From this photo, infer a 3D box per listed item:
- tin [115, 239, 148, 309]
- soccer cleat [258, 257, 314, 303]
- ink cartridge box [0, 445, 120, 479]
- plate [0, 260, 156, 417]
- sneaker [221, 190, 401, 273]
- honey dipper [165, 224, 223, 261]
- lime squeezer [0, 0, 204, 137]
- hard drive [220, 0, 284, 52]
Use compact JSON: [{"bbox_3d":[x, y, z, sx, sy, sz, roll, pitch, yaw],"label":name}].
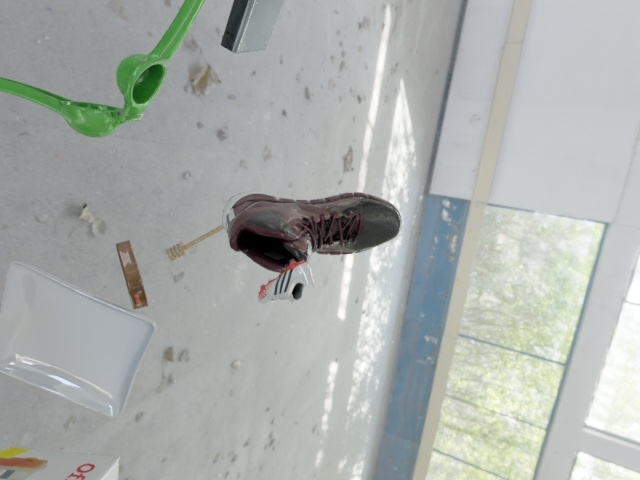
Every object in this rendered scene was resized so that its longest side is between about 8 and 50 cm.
[{"bbox_3d":[-0.439,0.077,0.968,0.040,0.190,0.106,-12,133,-28],"label":"tin"},{"bbox_3d":[-0.036,0.050,0.426,0.029,0.036,0.083,-2,149,-48],"label":"soccer cleat"},{"bbox_3d":[-0.499,0.395,0.516,0.279,0.384,0.161,-101,-163,-88],"label":"ink cartridge box"},{"bbox_3d":[-0.476,0.196,0.811,0.278,0.277,0.045,-61,-172,23],"label":"plate"},{"bbox_3d":[0.000,0.000,0.600,0.162,0.281,0.107,-113,-156,-64],"label":"sneaker"},{"bbox_3d":[-0.238,-0.007,0.843,0.030,0.160,0.030,60,6,-10],"label":"honey dipper"},{"bbox_3d":[-0.204,-0.168,0.412,0.059,0.310,0.110,-9,83,-74],"label":"lime squeezer"},{"bbox_3d":[-0.059,-0.273,0.447,0.135,0.022,0.094,-61,179,30],"label":"hard drive"}]
